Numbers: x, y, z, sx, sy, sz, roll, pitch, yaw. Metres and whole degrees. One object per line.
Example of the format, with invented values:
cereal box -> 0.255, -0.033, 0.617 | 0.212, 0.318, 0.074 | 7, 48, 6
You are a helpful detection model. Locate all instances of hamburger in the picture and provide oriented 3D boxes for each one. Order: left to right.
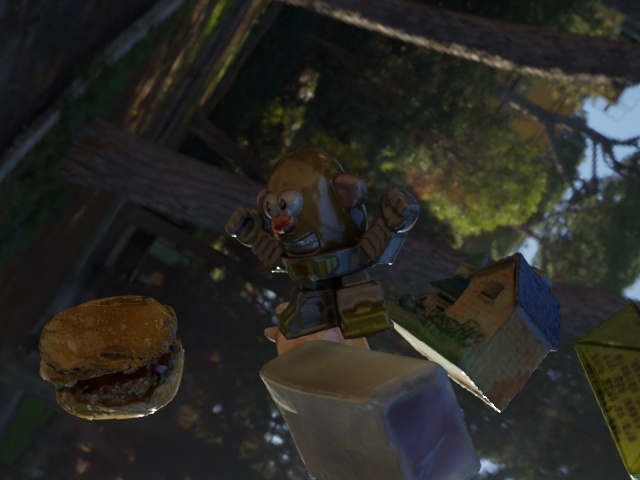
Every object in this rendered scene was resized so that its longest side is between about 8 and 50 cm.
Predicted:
hamburger -> -0.341, 0.201, 1.542 | 0.244, 0.244, 0.163 | -74, 163, -59

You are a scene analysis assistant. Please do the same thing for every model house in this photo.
model house -> 0.329, 0.143, 1.903 | 0.280, 0.245, 0.312 | -49, -146, -6

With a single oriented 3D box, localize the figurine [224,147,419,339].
figurine -> 0.000, 0.000, 1.414 | 0.167, 0.343, 0.285 | -37, 118, -71

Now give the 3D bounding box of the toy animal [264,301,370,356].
toy animal -> 0.019, 0.256, 1.865 | 0.195, 0.213, 0.256 | -56, -145, 37

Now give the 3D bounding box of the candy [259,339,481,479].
candy -> 0.065, 0.273, 1.411 | 0.145, 0.208, 0.359 | -30, -167, -26

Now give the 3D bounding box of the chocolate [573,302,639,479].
chocolate -> 0.555, 0.304, 1.558 | 0.137, 0.301, 0.288 | -25, -129, 13
